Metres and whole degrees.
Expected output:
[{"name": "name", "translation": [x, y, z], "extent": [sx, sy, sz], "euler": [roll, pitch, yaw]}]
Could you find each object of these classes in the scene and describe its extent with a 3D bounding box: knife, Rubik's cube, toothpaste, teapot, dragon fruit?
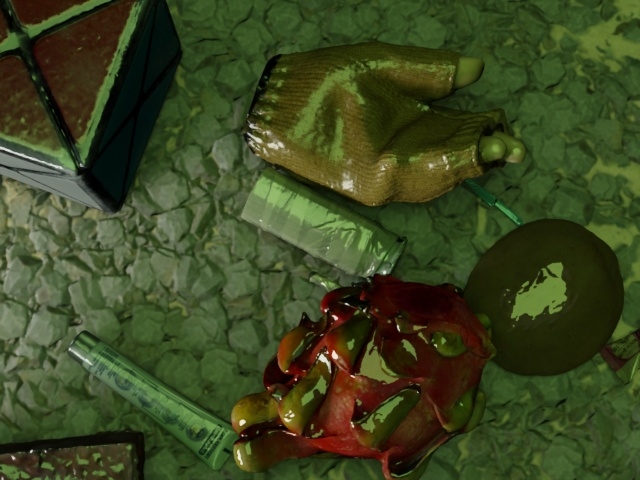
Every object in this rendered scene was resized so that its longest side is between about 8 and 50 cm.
[{"name": "knife", "translation": [0.218, -0.048, 1.811], "extent": [0.091, 0.005, 0.014], "euler": [41, 81, 8]}, {"name": "Rubik's cube", "translation": [-0.330, -0.202, 1.727], "extent": [0.254, 0.260, 0.259], "euler": [21, 83, 3]}, {"name": "toothpaste", "translation": [-0.205, 0.191, 1.761], "extent": [0.239, 0.039, 0.062], "euler": [34, 86, 5]}, {"name": "teapot", "translation": [0.000, 0.000, 1.773], "extent": [0.200, 0.077, 0.107], "euler": [27, 92, 6]}, {"name": "dragon fruit", "translation": [0.050, 0.158, 1.677], "extent": [0.307, 0.227, 0.243], "euler": [5, 93, 14]}]

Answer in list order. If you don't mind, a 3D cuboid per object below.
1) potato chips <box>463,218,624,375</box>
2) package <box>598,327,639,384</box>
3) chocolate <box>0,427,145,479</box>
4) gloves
[{"name": "potato chips", "translation": [0.273, 0.068, 1.763], "extent": [0.208, 0.062, 0.195], "euler": [-8, 82, -2]}, {"name": "package", "translation": [0.392, 0.135, 1.760], "extent": [0.083, 0.029, 0.059], "euler": [-28, 56, -4]}, {"name": "chocolate", "translation": [-0.370, 0.299, 1.718], "extent": [0.321, 0.112, 0.112], "euler": [-5, 89, -1]}, {"name": "gloves", "translation": [0.080, -0.139, 1.755], "extent": [0.356, 0.155, 0.203], "euler": [12, 71, 22]}]
